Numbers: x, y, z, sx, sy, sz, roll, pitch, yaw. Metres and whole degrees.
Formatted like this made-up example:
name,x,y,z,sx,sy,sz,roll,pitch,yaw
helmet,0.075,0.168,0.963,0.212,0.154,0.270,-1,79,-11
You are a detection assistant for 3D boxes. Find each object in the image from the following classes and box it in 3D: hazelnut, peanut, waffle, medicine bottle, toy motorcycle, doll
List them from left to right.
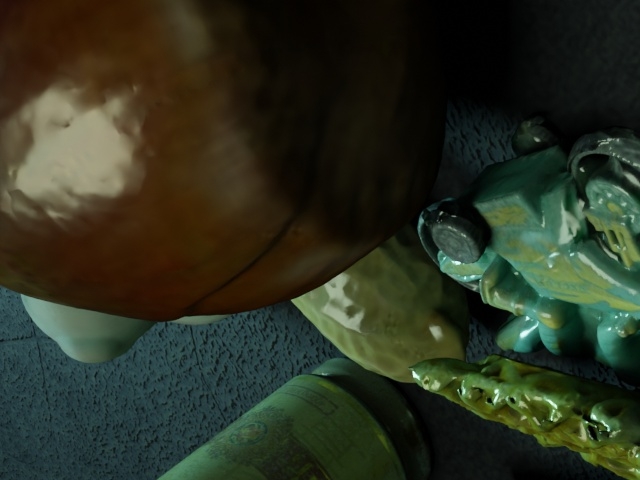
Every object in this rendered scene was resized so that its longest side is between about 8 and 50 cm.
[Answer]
name,x,y,z,sx,sy,sz,roll,pitch,yaw
doll,-0.146,0.007,1.495,0.221,0.221,0.251,48,171,13
hazelnut,-0.090,-0.098,1.124,0.315,0.372,0.372,54,150,-6
medicine bottle,-0.063,0.238,1.431,0.151,0.322,0.151,34,144,30
peanut,0.000,0.000,1.321,0.298,0.120,0.136,42,170,20
toy motorcycle,0.178,0.015,1.116,0.198,0.109,0.296,49,157,-13
waffle,0.193,0.123,1.152,0.223,0.054,0.204,12,168,47
